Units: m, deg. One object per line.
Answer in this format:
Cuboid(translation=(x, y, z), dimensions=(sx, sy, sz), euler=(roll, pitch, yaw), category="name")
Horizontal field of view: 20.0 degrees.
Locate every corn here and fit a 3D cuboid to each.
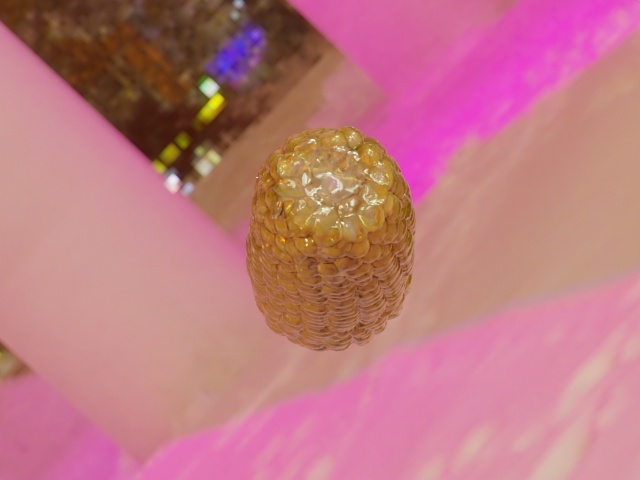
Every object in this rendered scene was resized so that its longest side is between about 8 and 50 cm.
Cuboid(translation=(0.005, 0.002, 0.941), dimensions=(0.260, 0.091, 0.091), euler=(82, -152, -78), category="corn")
